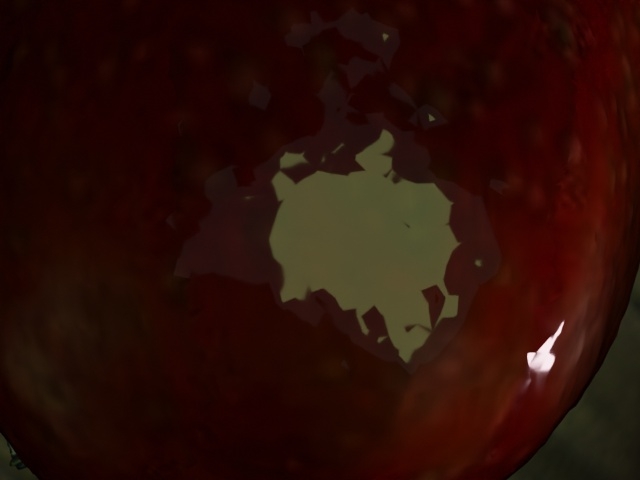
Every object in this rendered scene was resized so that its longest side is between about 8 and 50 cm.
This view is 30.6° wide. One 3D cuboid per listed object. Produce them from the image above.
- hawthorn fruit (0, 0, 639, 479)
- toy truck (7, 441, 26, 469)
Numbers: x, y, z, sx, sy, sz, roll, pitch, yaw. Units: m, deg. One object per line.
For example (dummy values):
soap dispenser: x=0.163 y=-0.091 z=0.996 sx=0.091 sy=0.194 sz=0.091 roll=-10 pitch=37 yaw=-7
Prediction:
hawthorn fruit: x=0.000 y=0.000 z=0.442 sx=0.284 sy=0.285 sz=0.369 roll=-1 pitch=62 yaw=-11
toy truck: x=-0.164 y=0.006 z=0.541 sx=0.088 sy=0.074 sz=0.202 roll=-21 pitch=97 yaw=-14
